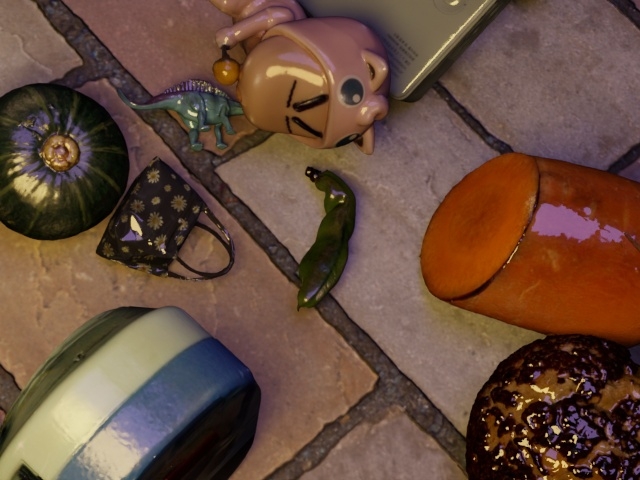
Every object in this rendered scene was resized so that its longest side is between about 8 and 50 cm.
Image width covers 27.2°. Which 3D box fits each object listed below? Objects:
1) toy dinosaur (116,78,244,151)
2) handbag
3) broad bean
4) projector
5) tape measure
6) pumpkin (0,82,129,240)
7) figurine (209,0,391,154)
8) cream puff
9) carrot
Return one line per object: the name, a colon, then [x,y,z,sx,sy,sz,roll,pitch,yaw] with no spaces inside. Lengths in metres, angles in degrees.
toy dinosaur: [-0.137,-0.147,1.523,0.197,0.045,0.080,4,54,-24]
handbag: [-0.154,-0.009,1.425,0.139,0.072,0.115,29,54,-4]
broad bean: [0.008,-0.002,1.482,0.061,0.046,0.195,4,56,-1]
projector: [0.078,-0.313,1.595,0.256,0.099,0.192,45,103,10]
tape measure: [-0.184,0.187,1.208,0.138,0.262,0.259,36,55,15]
pumpkin: [-0.284,-0.084,1.395,0.167,0.125,0.167,1,87,-11]
figurine: [-0.047,-0.206,1.514,0.186,0.176,0.287,-35,69,-24]
cream puff: [0.270,0.210,1.373,0.239,0.165,0.239,8,61,-15]
carrot: [0.301,0.017,1.466,0.331,0.214,0.193,20,58,-9]
